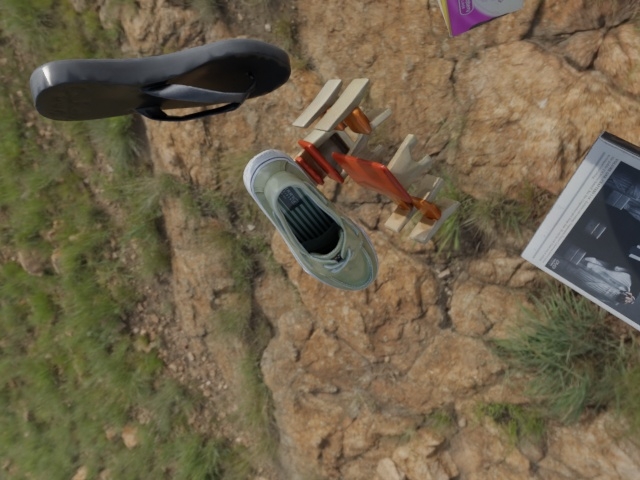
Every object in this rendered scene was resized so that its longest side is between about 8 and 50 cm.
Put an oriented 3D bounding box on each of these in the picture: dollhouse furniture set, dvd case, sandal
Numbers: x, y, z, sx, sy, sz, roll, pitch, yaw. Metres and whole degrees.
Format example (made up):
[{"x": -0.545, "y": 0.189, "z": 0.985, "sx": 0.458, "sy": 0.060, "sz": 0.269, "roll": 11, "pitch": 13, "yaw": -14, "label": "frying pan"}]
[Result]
[{"x": 0.053, "y": -0.114, "z": 0.799, "sx": 0.262, "sy": 0.135, "sz": 0.259, "roll": 44, "pitch": 173, "yaw": -31, "label": "dollhouse furniture set"}, {"x": 0.350, "y": 0.020, "z": 0.497, "sx": 0.239, "sy": 0.030, "sz": 0.179, "roll": 37, "pitch": 142, "yaw": 22, "label": "dvd case"}, {"x": -0.149, "y": -0.149, "z": 0.506, "sx": 0.054, "sy": 0.255, "sz": 0.097, "roll": 71, "pitch": 159, "yaw": 8, "label": "sandal"}]

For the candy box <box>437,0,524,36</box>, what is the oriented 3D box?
[{"x": 0.098, "y": -0.317, "z": 0.402, "sx": 0.071, "sy": 0.159, "sz": 0.233, "roll": -19, "pitch": 73, "yaw": 16, "label": "candy box"}]

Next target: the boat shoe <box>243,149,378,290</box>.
[{"x": 0.000, "y": 0.000, "z": 0.697, "sx": 0.109, "sy": 0.094, "sz": 0.302, "roll": -40, "pitch": 131, "yaw": 7, "label": "boat shoe"}]
